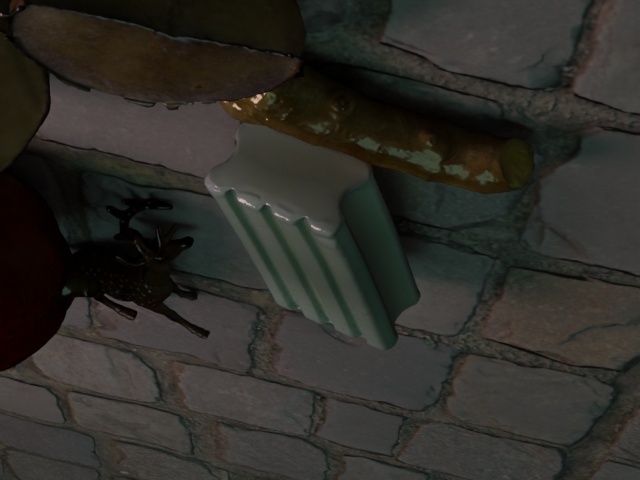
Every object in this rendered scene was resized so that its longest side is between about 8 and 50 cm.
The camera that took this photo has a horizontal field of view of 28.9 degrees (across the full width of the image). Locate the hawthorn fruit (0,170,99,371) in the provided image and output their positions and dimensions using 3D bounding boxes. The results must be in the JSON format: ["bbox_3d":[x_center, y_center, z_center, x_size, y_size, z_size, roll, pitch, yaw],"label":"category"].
[{"bbox_3d":[-0.400,0.030,1.397,0.307,0.265,0.265,3,152,13],"label":"hawthorn fruit"}]

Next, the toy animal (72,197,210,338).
[{"bbox_3d":[-0.234,0.042,1.521,0.243,0.087,0.260,-4,151,28],"label":"toy animal"}]

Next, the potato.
[{"bbox_3d":[-0.132,-0.179,1.035,0.243,0.098,0.138,11,157,-7],"label":"potato"}]

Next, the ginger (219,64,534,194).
[{"bbox_3d":[0.050,-0.101,1.127,0.299,0.065,0.118,18,171,-3],"label":"ginger"}]

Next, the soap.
[{"bbox_3d":[0.000,0.000,1.287,0.160,0.087,0.265,21,158,26],"label":"soap"}]

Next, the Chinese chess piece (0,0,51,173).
[{"bbox_3d":[-0.366,-0.135,1.089,0.257,0.104,0.257,-24,153,-13],"label":"Chinese chess piece"}]
